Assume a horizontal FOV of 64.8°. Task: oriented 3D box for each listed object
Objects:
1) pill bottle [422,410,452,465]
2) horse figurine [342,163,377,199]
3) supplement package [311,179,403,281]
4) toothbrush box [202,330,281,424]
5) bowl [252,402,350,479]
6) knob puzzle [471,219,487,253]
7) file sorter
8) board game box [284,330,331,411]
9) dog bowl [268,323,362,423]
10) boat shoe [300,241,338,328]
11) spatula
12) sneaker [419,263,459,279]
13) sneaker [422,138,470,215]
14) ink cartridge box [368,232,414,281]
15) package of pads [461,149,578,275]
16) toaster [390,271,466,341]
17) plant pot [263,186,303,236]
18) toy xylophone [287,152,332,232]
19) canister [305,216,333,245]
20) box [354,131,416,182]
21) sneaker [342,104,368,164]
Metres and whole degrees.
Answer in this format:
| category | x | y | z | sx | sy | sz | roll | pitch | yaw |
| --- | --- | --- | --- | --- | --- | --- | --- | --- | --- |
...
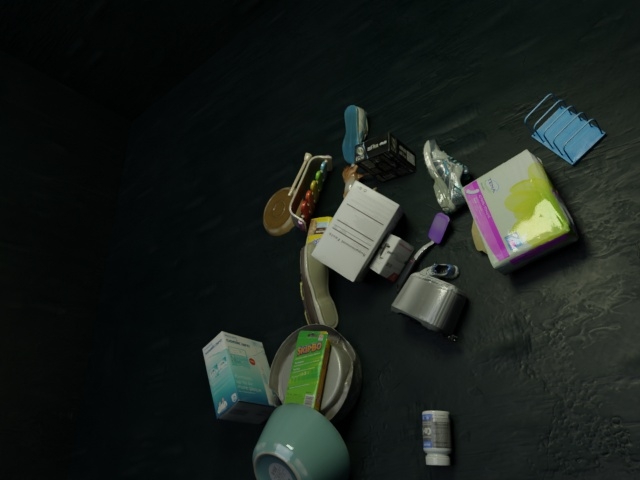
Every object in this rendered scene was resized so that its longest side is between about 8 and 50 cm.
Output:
| category | x | y | z | sx | sy | sz | roll | pitch | yaw |
| --- | --- | --- | --- | --- | --- | --- | --- | --- | --- |
| pill bottle | 0.318 | 0.539 | 1.374 | 0.078 | 0.078 | 0.137 | -17 | 59 | 37 |
| horse figurine | 0.140 | -0.202 | 1.910 | 0.175 | 0.066 | 0.263 | -26 | 58 | 45 |
| supplement package | 0.131 | -0.024 | 1.717 | 0.175 | 0.177 | 0.292 | 32 | 94 | 14 |
| toothbrush box | -0.293 | 0.507 | 1.863 | 0.126 | 0.216 | 0.295 | -43 | 45 | 18 |
| bowl | -0.084 | 0.671 | 1.518 | 0.312 | 0.163 | 0.311 | 11 | 111 | 32 |
| knob puzzle | 0.535 | -0.041 | 1.492 | 0.213 | 0.030 | 0.213 | -20 | 58 | 36 |
| file sorter | 0.688 | -0.320 | 1.433 | 0.118 | 0.105 | 0.170 | -48 | 46 | 16 |
| board game box | -0.041 | 0.423 | 1.637 | 0.124 | 0.039 | 0.259 | -6 | 65 | 37 |
| dog bowl | -0.012 | 0.460 | 1.688 | 0.349 | 0.102 | 0.348 | -20 | 54 | 30 |
| boat shoe | -0.025 | 0.170 | 1.819 | 0.097 | 0.117 | 0.324 | -24 | 75 | 41 |
| spatula | 0.325 | 0.043 | 1.639 | 0.296 | 0.030 | 0.084 | -57 | 25 | 9 |
| sneaker | 0.359 | 0.094 | 1.570 | 0.135 | 0.058 | 0.052 | -15 | 60 | 38 |
| sneaker | 0.424 | -0.221 | 1.651 | 0.122 | 0.110 | 0.282 | -22 | 63 | 20 |
| ink cartridge box | 0.237 | 0.057 | 1.672 | 0.056 | 0.099 | 0.135 | 33 | 93 | 48 |
| package of pads | 0.549 | -0.083 | 1.403 | 0.229 | 0.101 | 0.296 | -32 | 52 | 28 |
| toaster | 0.330 | 0.191 | 1.499 | 0.227 | 0.129 | 0.146 | 21 | 83 | 48 |
| plant pot | -0.173 | -0.132 | 2.200 | 0.236 | 0.032 | 0.236 | -21 | 57 | 36 |
| toy xylophone | -0.046 | -0.200 | 1.977 | 0.081 | 0.236 | 0.322 | 19 | 81 | 10 |
| canister | 0.000 | 0.000 | 1.943 | 0.126 | 0.073 | 0.169 | -6 | 65 | 41 |
| box | 0.231 | -0.291 | 1.791 | 0.147 | 0.180 | 0.077 | -17 | 61 | 38 |
| sneaker | 0.147 | -0.416 | 2.007 | 0.087 | 0.092 | 0.228 | 8 | 95 | 43 |
